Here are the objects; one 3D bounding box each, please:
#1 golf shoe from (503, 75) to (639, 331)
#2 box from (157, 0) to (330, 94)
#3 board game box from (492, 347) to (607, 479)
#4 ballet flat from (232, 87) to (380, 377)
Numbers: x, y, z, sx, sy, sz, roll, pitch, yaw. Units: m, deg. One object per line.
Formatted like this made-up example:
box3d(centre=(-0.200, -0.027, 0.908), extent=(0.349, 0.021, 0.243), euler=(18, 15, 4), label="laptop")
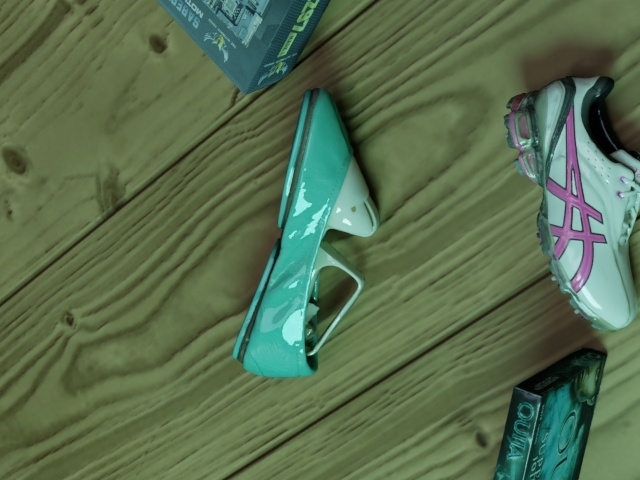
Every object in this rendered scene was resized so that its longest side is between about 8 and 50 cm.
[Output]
box3d(centre=(0.196, -0.027, 1.147), extent=(0.086, 0.067, 0.186), euler=(-18, 90, 31), label="golf shoe")
box3d(centre=(-0.084, -0.256, 1.245), extent=(0.232, 0.059, 0.183), euler=(47, 137, 15), label="box")
box3d(centre=(0.159, 0.179, 1.179), extent=(0.026, 0.126, 0.186), euler=(19, 110, 27), label="board game box")
box3d(centre=(0.000, 0.000, 1.276), extent=(0.087, 0.083, 0.247), euler=(16, 110, 2), label="ballet flat")
